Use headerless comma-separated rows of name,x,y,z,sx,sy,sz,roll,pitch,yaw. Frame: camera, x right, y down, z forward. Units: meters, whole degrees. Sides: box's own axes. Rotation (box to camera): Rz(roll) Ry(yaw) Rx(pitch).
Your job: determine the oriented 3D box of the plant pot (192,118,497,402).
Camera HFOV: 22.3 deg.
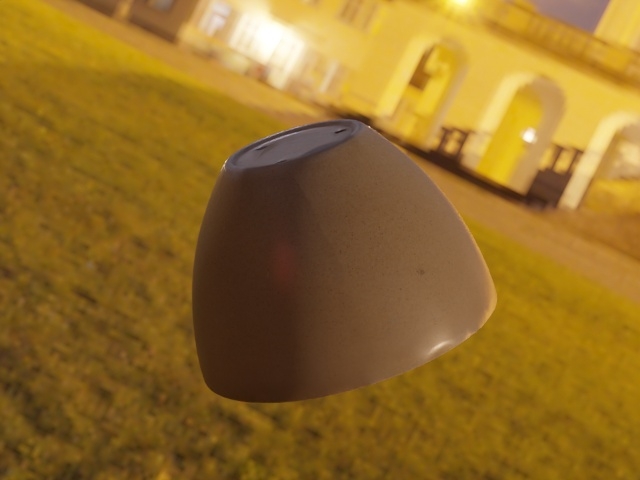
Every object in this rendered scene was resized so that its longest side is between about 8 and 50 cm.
plant pot,0.000,0.000,1.484,0.284,0.191,0.284,-16,17,5
